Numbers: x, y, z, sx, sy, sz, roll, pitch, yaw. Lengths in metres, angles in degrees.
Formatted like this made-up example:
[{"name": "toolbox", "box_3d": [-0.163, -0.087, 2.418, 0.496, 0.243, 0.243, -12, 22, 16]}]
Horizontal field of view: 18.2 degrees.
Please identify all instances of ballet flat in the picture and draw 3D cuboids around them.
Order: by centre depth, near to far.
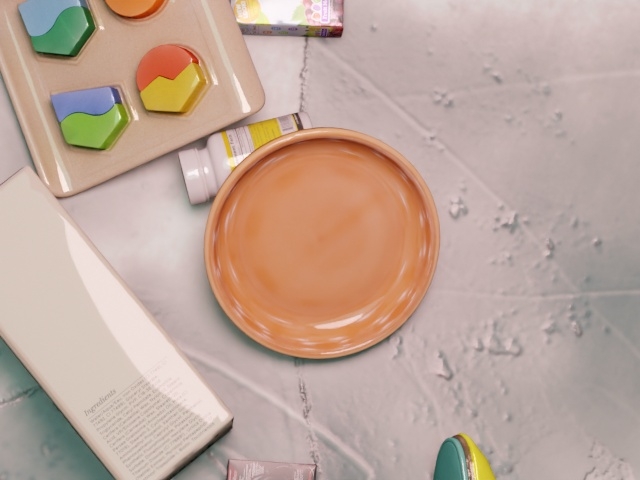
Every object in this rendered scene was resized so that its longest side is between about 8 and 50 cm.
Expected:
[{"name": "ballet flat", "box_3d": [0.133, 0.277, 1.656, 0.077, 0.077, 0.231, 5, 83, -23]}]

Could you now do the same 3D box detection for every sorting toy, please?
[{"name": "sorting toy", "box_3d": [-0.173, -0.161, 1.700, 0.208, 0.038, 0.193, -23, 82, 11]}]

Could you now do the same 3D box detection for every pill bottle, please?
[{"name": "pill bottle", "box_3d": [-0.060, -0.067, 1.699, 0.116, 0.065, 0.065, -14, 82, -4]}]

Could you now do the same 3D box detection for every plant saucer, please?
[{"name": "plant saucer", "box_3d": [0.000, 0.000, 1.673, 0.200, 0.037, 0.200, -2, 105, -9]}]

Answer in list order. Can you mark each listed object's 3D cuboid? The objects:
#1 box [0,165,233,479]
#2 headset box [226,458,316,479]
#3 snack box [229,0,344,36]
[{"name": "box", "box_3d": [-0.197, 0.080, 1.656, 0.113, 0.094, 0.275, -38, 84, -8]}, {"name": "headset box", "box_3d": [-0.046, 0.216, 1.671, 0.083, 0.032, 0.062, 3, 80, -1]}, {"name": "snack box", "box_3d": [-0.028, -0.252, 1.744, 0.100, 0.037, 0.141, 1, 81, -1]}]
